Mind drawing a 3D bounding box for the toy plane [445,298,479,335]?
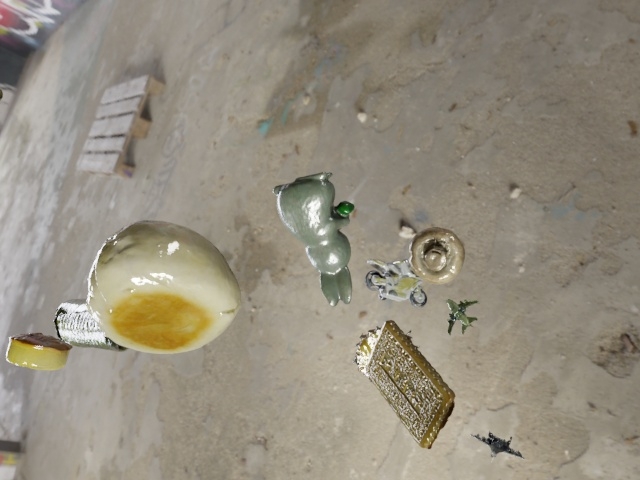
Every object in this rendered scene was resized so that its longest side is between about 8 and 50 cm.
[{"bbox_3d":[0.320,0.167,1.358,0.102,0.040,0.111,-49,35,12],"label":"toy plane"}]

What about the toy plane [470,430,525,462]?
[{"bbox_3d":[0.493,0.571,1.635,0.160,0.234,0.082,20,72,22],"label":"toy plane"}]

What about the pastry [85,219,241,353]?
[{"bbox_3d":[-0.161,0.049,0.605,0.156,0.156,0.092,-37,37,36],"label":"pastry"}]

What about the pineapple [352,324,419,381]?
[{"bbox_3d":[0.206,0.350,1.815,0.221,0.221,0.047,-55,1,17],"label":"pineapple"}]

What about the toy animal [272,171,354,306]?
[{"bbox_3d":[0.000,-0.007,1.054,0.108,0.138,0.236,-63,-36,-73],"label":"toy animal"}]

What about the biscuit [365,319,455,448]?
[{"bbox_3d":[0.190,0.317,1.301,0.254,0.029,0.172,49,131,43],"label":"biscuit"}]

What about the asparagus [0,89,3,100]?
[{"bbox_3d":[-0.620,-0.201,1.020,0.178,0.041,0.045,-44,31,13],"label":"asparagus"}]

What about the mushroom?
[{"bbox_3d":[0.329,0.044,1.683,0.166,0.127,0.166,3,96,23],"label":"mushroom"}]

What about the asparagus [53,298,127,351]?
[{"bbox_3d":[-0.456,0.177,1.223,0.382,0.128,0.108,-7,59,52],"label":"asparagus"}]

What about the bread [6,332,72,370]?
[{"bbox_3d":[-0.732,0.289,1.529,0.125,0.156,0.086,1,76,63],"label":"bread"}]

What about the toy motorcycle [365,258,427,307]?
[{"bbox_3d":[0.242,0.118,1.829,0.074,0.228,0.151,-35,36,63],"label":"toy motorcycle"}]
